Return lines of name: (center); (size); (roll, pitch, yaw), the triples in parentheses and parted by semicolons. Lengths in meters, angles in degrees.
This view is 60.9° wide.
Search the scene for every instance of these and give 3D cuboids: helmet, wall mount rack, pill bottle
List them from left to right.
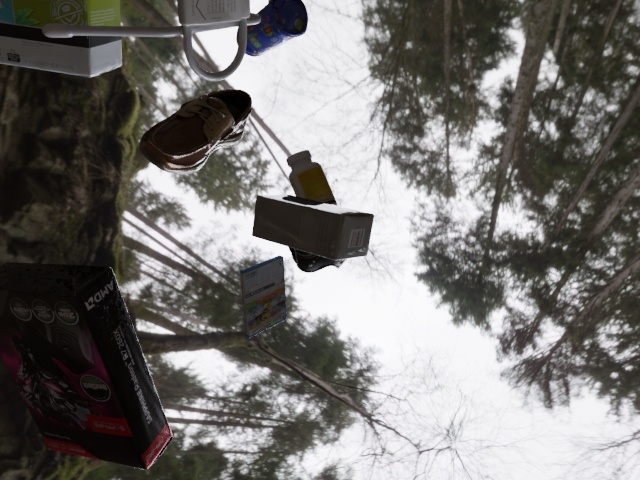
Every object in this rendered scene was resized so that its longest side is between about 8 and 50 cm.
wall mount rack: (-0.218, -0.393, 0.735); (0.131, 0.349, 0.304); (29, -140, 35)
pill bottle: (-0.030, -0.161, 1.561); (0.103, 0.103, 0.184); (-23, -94, 5)
helmet: (0.000, 0.000, 1.427); (0.162, 0.169, 0.169); (-13, -113, -9)

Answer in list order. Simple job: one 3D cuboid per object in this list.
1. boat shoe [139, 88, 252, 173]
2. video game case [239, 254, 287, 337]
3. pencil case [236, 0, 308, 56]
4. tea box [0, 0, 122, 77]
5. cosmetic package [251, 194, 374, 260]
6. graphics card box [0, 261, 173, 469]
boat shoe: (-0.234, -0.232, 1.067); (0.123, 0.324, 0.116); (37, -57, -3)
video game case: (-0.128, 0.128, 1.247); (0.015, 0.119, 0.166); (18, -61, 41)
pencil case: (-0.155, -0.652, 1.660); (0.119, 0.133, 0.306); (-57, -153, -14)
tea box: (-0.760, -0.654, 1.520); (0.329, 0.220, 0.323); (8, -64, 2)
cosmetic package: (-0.020, -0.033, 1.173); (0.238, 0.127, 0.107); (18, -76, 33)
graphics card box: (-0.415, 0.217, 0.933); (0.233, 0.370, 0.094); (2, -153, 21)
